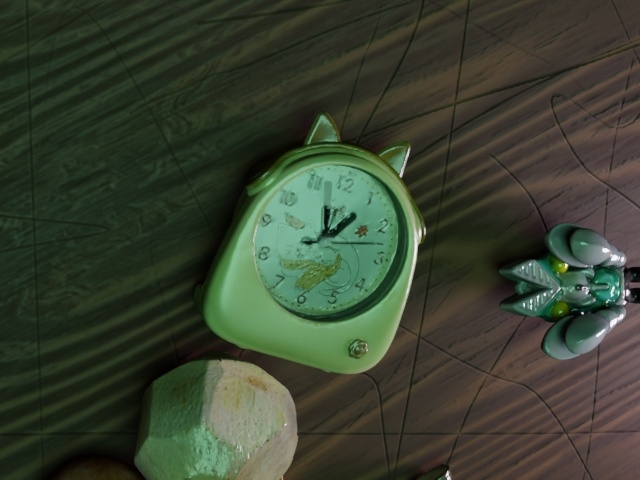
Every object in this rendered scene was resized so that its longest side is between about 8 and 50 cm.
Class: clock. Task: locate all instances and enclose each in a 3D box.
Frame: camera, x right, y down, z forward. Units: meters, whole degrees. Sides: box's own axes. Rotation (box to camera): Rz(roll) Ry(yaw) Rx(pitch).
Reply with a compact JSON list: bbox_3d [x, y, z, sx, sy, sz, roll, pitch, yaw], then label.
[{"bbox_3d":[0.000,0.000,1.828,0.286,0.117,0.348,19,96,-20],"label":"clock"}]

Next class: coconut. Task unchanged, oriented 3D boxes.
[{"bbox_3d":[-0.148,0.268,1.811,0.236,0.237,0.197,18,138,-20],"label":"coconut"}]

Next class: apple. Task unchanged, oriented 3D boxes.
[{"bbox_3d":[-0.306,0.409,1.806,0.201,0.162,0.201,-5,106,-17],"label":"apple"}]

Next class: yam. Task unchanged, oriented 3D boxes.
[{"bbox_3d":[0.182,0.423,2.010,0.069,0.070,0.147,-12,105,-14],"label":"yam"}]

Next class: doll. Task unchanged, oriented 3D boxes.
[{"bbox_3d":[0.395,0.056,1.952,0.258,0.153,0.195,-30,98,-27],"label":"doll"}]

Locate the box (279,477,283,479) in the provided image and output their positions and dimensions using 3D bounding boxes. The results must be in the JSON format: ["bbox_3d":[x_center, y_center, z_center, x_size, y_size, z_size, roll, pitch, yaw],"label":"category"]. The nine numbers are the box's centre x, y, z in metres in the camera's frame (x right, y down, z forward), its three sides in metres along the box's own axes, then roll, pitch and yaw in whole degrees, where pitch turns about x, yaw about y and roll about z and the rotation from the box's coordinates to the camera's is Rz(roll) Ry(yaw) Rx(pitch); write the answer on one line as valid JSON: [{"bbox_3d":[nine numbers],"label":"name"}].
[{"bbox_3d":[-0.112,0.459,1.930,0.152,0.070,0.237,-16,109,-13],"label":"box"}]
